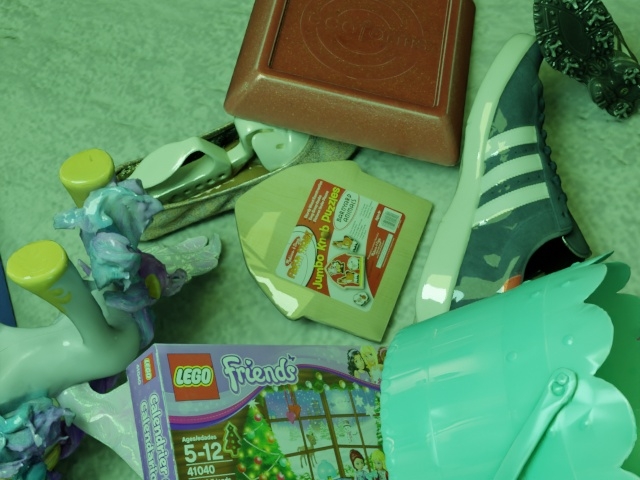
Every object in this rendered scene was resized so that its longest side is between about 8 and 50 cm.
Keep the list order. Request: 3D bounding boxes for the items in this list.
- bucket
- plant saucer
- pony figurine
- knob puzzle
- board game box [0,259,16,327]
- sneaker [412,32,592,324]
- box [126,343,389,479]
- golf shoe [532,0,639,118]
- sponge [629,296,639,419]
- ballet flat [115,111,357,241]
[{"bbox_3d":[0.180,0.162,0.696,0.183,0.281,0.281,-19,60,25],"label":"bucket"},{"bbox_3d":[0.045,-0.222,0.989,0.258,0.048,0.259,13,57,-2],"label":"plant saucer"},{"bbox_3d":[-0.215,0.095,0.821,0.351,0.363,0.303,-22,53,-17],"label":"pony figurine"},{"bbox_3d":[0.000,0.000,0.941,0.213,0.030,0.213,3,68,-7],"label":"knob puzzle"},{"bbox_3d":[-0.503,0.086,0.966,0.291,0.141,0.232,-24,61,0],"label":"board game box"},{"bbox_3d":[0.205,-0.043,0.892,0.148,0.131,0.350,15,73,10],"label":"sneaker"},{"bbox_3d":[-0.005,0.188,0.735,0.057,0.293,0.201,-39,57,42],"label":"box"},{"bbox_3d":[0.271,-0.210,0.926,0.077,0.198,0.094,-33,41,21],"label":"golf shoe"},{"bbox_3d":[0.343,0.102,0.832,0.210,0.031,0.117,-12,61,7],"label":"sponge"},{"bbox_3d":[-0.099,-0.089,0.983,0.316,0.106,0.108,-26,61,-1],"label":"ballet flat"}]
